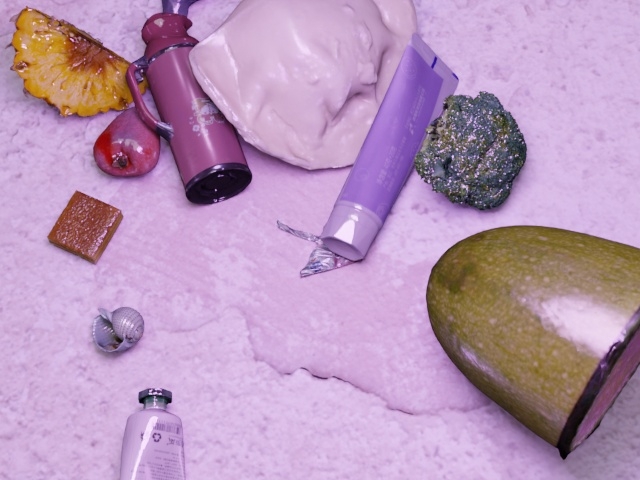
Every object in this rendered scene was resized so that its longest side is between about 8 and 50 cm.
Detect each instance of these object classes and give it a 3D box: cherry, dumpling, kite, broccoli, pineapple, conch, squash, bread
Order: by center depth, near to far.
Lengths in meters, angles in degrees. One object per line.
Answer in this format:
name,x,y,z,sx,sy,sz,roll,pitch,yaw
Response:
squash,0.297,0.085,1.674,0.309,0.310,0.310,35,73,21
conch,-0.302,0.135,1.835,0.085,0.056,0.076,23,86,46
broccoli,0.228,-0.134,1.857,0.156,0.195,0.195,-12,60,38
kite,0.000,0.000,1.894,0.156,0.011,0.139,21,66,13
bread,-0.371,-0.022,1.922,0.090,0.035,0.094,23,70,15
dumpling,0.000,-0.272,1.941,0.395,0.233,0.315,-32,99,-23
cherry,-0.302,-0.150,1.946,0.106,0.087,0.126,22,51,21
pineapple,-0.424,-0.291,2.007,0.140,0.249,0.164,-57,39,9

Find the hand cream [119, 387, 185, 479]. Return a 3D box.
hand cream,-0.238,0.374,1.703,0.076,0.121,0.336,-29,53,43

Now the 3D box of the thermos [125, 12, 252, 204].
thermos,-0.224,-0.222,1.948,0.136,0.109,0.330,-20,69,-1

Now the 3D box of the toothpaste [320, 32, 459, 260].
toothpaste,0.114,-0.143,1.898,0.080,0.125,0.371,3,60,52

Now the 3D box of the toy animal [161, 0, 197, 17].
toy animal,-0.201,-0.484,2.081,0.367,0.081,0.206,-43,91,-11
